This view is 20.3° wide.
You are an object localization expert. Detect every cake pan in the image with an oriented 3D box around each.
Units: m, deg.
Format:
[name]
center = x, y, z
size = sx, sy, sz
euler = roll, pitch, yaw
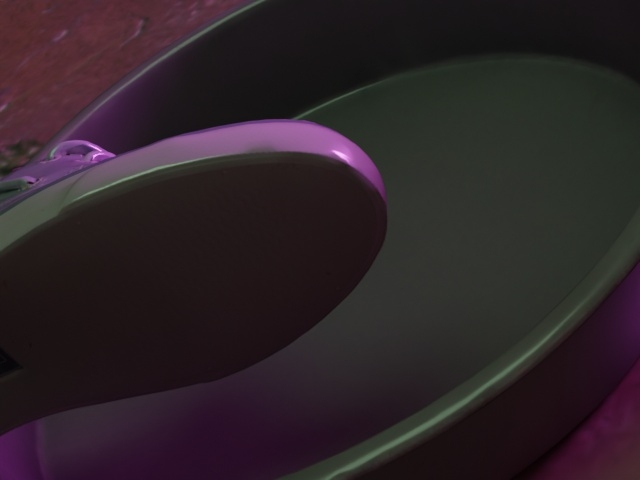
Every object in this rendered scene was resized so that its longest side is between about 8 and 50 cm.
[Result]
[cake pan]
center = 0.000, 0.000, 0.611
size = 0.293, 0.054, 0.293
euler = -21, 34, 15

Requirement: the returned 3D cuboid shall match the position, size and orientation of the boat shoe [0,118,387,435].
[boat shoe]
center = -0.086, 0.007, 0.547
size = 0.227, 0.079, 0.081
euler = -23, 38, 18
